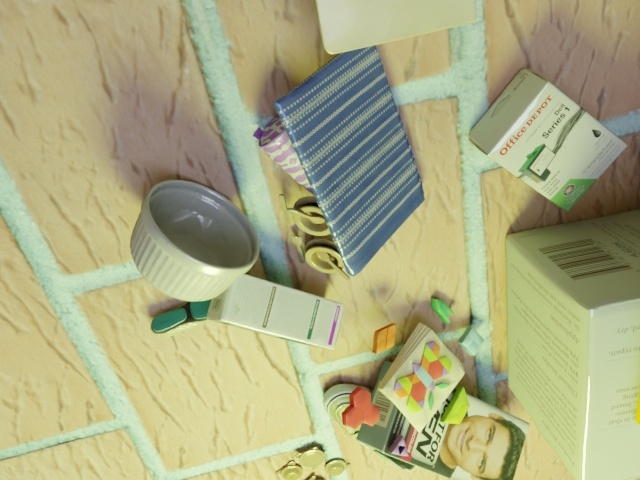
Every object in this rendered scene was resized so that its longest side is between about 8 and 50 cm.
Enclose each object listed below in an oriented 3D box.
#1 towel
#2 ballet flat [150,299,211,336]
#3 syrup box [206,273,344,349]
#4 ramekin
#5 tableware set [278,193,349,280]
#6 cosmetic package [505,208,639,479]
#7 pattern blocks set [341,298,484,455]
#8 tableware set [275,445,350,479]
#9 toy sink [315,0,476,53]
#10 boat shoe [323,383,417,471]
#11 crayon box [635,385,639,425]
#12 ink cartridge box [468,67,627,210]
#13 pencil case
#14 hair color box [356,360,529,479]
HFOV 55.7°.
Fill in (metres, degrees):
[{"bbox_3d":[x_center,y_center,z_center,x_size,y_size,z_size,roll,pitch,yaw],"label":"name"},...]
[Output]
[{"bbox_3d":[0.061,-0.136,1.000,0.243,0.040,0.335,-46,127,-32],"label":"towel"},{"bbox_3d":[-0.249,0.146,1.186,0.168,0.057,0.052,-18,151,4],"label":"ballet flat"},{"bbox_3d":[-0.082,0.135,1.149,0.237,0.093,0.096,20,77,-25],"label":"syrup box"},{"bbox_3d":[-0.218,0.006,1.017,0.207,0.207,0.109,27,121,-23],"label":"ramekin"},{"bbox_3d":[0.000,0.000,1.090,0.128,0.039,0.194,4,140,17],"label":"tableware set"},{"bbox_3d":[0.577,0.192,1.176,0.328,0.329,0.393,-11,115,-5],"label":"cosmetic package"},{"bbox_3d":[0.208,0.282,1.248,0.285,0.026,0.324,36,72,-22],"label":"pattern blocks set"},{"bbox_3d":[-0.018,0.568,1.489,0.141,0.020,0.169,-40,120,15],"label":"tableware set"},{"bbox_3d":[0.092,-0.382,0.886,0.234,0.131,0.152,-16,122,-7],"label":"toy sink"},{"bbox_3d":[0.129,0.430,1.390,0.302,0.094,0.109,38,107,-27],"label":"boat shoe"},{"bbox_3d":[0.700,0.160,0.944,0.363,0.106,0.312,-10,114,-6],"label":"crayon box"},{"bbox_3d":[0.404,-0.178,1.086,0.220,0.092,0.160,27,111,-24],"label":"ink cartridge box"},{"bbox_3d":[-0.016,-0.129,1.046,0.206,0.088,0.086,45,67,-29],"label":"pencil case"},{"bbox_3d":[0.282,0.428,1.359,0.375,0.114,0.185,29,75,-25],"label":"hair color box"}]
